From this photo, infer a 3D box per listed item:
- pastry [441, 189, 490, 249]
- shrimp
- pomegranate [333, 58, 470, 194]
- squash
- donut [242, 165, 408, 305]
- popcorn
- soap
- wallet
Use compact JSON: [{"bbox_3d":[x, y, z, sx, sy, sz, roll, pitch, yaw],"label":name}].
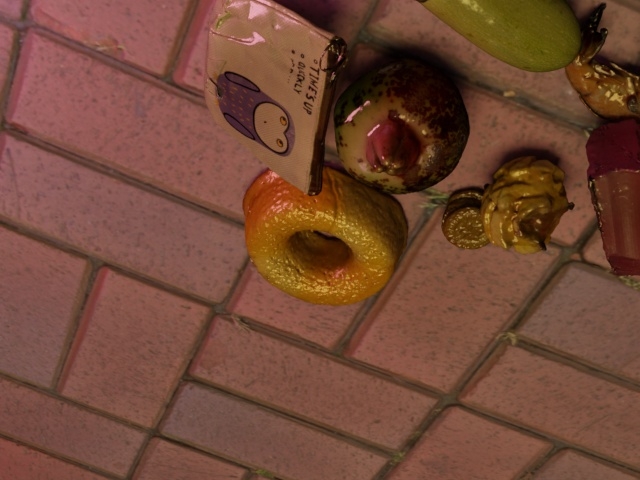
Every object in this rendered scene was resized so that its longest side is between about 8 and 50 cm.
[{"bbox_3d":[0.255,-0.034,2.042,0.097,0.057,0.109,7,137,6],"label":"pastry"},{"bbox_3d":[0.450,-0.274,1.742,0.178,0.075,0.289,12,150,6],"label":"shrimp"},{"bbox_3d":[0.117,-0.160,1.814,0.214,0.248,0.214,5,114,11],"label":"pomegranate"},{"bbox_3d":[0.263,-0.318,1.691,0.247,0.132,0.132,33,134,-18],"label":"squash"},{"bbox_3d":[0.000,0.000,2.110,0.303,0.110,0.303,7,136,7],"label":"donut"},{"bbox_3d":[0.330,-0.054,1.948,0.148,0.152,0.167,-24,136,-24],"label":"popcorn"},{"bbox_3d":[0.484,-0.051,1.875,0.112,0.182,0.289,-3,132,21],"label":"soap"},{"bbox_3d":[-0.076,-0.234,1.846,0.275,0.068,0.335,39,144,24],"label":"wallet"}]
